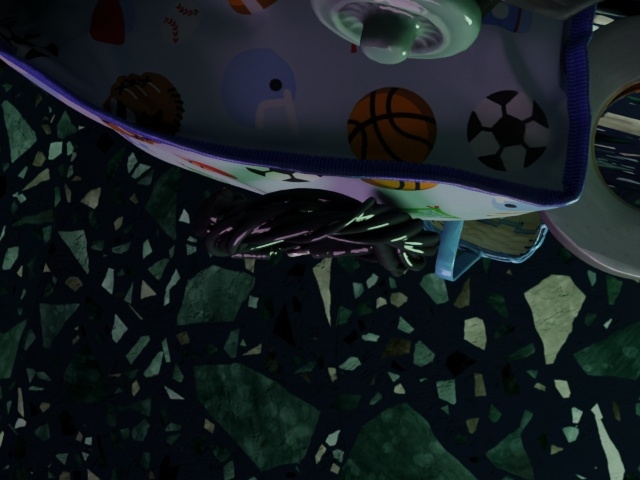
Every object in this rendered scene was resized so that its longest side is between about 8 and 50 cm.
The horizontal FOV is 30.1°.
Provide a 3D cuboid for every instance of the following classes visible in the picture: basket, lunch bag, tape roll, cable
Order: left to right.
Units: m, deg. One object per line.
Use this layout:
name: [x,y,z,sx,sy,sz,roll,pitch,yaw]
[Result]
lunch bag: [-0.022,-0.141,0.822,0.385,0.239,0.328,4,178,5]
cable: [0.000,0.000,0.749,0.150,0.047,0.184,12,173,-15]
basket: [0.234,-0.084,1.657,0.201,0.255,0.289,17,-167,16]
tape roll: [0.280,-0.076,0.989,0.219,0.219,0.072,14,180,7]

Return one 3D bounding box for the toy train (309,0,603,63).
toy train: [-0.011,-0.181,0.446,0.334,0.142,0.190,21,166,-18]
